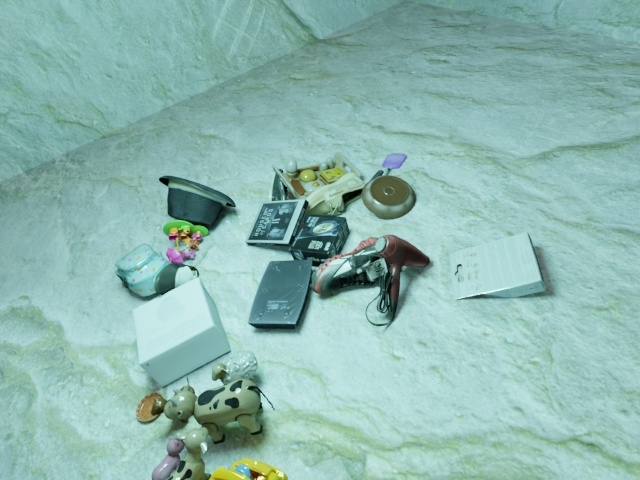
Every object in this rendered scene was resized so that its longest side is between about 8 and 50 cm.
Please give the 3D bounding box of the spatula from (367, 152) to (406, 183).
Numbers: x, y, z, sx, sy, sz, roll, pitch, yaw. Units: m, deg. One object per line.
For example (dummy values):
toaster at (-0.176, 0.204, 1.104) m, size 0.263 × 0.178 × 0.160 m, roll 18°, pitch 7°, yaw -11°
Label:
spatula at (0.251, -0.277, 1.681) m, size 0.084 × 0.031 × 0.296 m, roll 12°, pitch 38°, yaw 30°

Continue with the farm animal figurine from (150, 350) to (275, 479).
farm animal figurine at (-0.278, 0.427, 1.007) m, size 0.326 × 0.172 × 0.330 m, roll -26°, pitch 36°, yaw -9°

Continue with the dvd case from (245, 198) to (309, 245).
dvd case at (-0.162, -0.064, 1.543) m, size 0.238 × 0.029 × 0.180 m, roll 1°, pitch 63°, yaw 41°

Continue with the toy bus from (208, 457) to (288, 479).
toy bus at (-0.182, 0.535, 0.852) m, size 0.149 × 0.212 × 0.220 m, roll 3°, pitch 44°, yaw 25°

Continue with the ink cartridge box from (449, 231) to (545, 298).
ink cartridge box at (0.500, 0.085, 1.219) m, size 0.232 × 0.066 × 0.189 m, roll -22°, pitch 37°, yaw 29°

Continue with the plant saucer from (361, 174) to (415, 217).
plant saucer at (0.248, -0.170, 1.536) m, size 0.198 × 0.036 × 0.199 m, roll 0°, pitch 55°, yaw 0°

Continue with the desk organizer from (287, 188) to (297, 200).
desk organizer at (-0.100, -0.223, 1.755) m, size 0.047 × 0.050 × 0.130 m, roll 7°, pitch 39°, yaw 7°

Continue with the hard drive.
hard drive at (-0.117, 0.169, 1.338) m, size 0.171 × 0.054 × 0.255 m, roll -3°, pitch 44°, yaw 17°

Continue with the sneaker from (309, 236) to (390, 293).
sneaker at (0.102, 0.094, 1.304) m, size 0.275 × 0.098 × 0.135 m, roll -28°, pitch 40°, yaw -12°

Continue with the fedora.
fedora at (-0.515, -0.140, 1.710) m, size 0.333 × 0.334 × 0.153 m, roll 13°, pitch 81°, yaw 31°

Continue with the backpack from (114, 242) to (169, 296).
backpack at (-0.634, 0.109, 1.533) m, size 0.188 × 0.145 × 0.166 m, roll 25°, pitch 51°, yaw 35°

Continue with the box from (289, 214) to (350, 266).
box at (0.000, 0.000, 1.459) m, size 0.147 × 0.078 × 0.180 m, roll 7°, pitch 47°, yaw 26°

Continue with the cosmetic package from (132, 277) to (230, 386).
cosmetic package at (-0.420, 0.271, 1.278) m, size 0.223 × 0.138 × 0.225 m, roll -27°, pitch 40°, yaw -9°

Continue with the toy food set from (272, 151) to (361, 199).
toy food set at (-0.017, -0.277, 1.709) m, size 0.305 × 0.093 × 0.220 m, roll -16°, pitch 41°, yaw -20°

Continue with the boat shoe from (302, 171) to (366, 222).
boat shoe at (0.048, -0.148, 1.584) m, size 0.302 × 0.109 × 0.098 m, roll -33°, pitch 62°, yaw -22°

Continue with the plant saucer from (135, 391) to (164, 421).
plant saucer at (-0.474, 0.466, 1.182) m, size 0.083 × 0.013 × 0.084 m, roll -11°, pitch 41°, yaw 9°

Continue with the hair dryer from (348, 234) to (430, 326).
hair dryer at (0.209, 0.095, 1.240) m, size 0.293 × 0.224 × 0.080 m, roll -26°, pitch 13°, yaw -29°

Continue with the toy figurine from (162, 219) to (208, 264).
toy figurine at (-0.525, 0.024, 1.631) m, size 0.172 × 0.130 × 0.160 m, roll 2°, pitch 54°, yaw -12°

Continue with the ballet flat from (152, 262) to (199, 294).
ballet flat at (-0.469, 0.119, 1.418) m, size 0.096 × 0.096 × 0.280 m, roll 4°, pitch 6°, yaw -3°

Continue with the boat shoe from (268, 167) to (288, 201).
boat shoe at (-0.169, -0.220, 1.770) m, size 0.078 × 0.084 × 0.233 m, roll 3°, pitch 42°, yaw -1°
